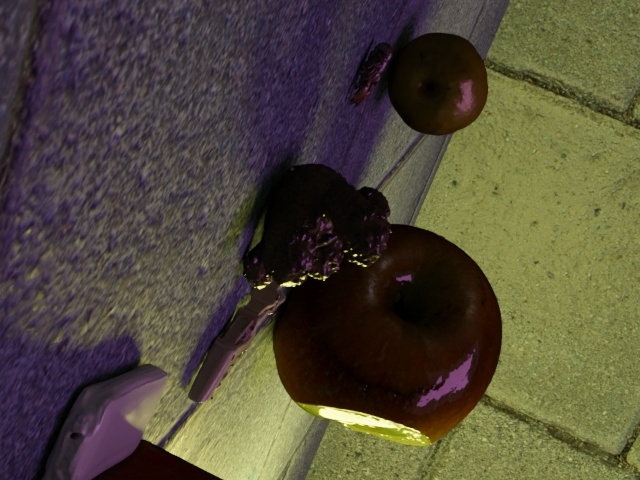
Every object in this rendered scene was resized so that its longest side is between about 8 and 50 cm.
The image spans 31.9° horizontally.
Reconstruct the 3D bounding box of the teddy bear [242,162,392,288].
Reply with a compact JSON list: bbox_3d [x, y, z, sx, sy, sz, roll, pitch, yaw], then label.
[{"bbox_3d":[-0.004,-0.020,1.234,0.251,0.182,0.129,151,-75,-80],"label":"teddy bear"}]

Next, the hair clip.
[{"bbox_3d":[-0.093,0.103,1.323,0.226,0.034,0.072,-53,162,-48],"label":"hair clip"}]

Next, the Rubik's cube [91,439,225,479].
[{"bbox_3d":[-0.135,0.401,0.963,0.316,0.318,0.313,-65,173,8],"label":"Rubik's cube"}]

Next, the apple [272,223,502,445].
[{"bbox_3d":[0.092,0.165,1.769,0.384,0.374,0.374,-25,150,-28],"label":"apple"}]

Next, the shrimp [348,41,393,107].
[{"bbox_3d":[0.060,-0.203,1.392,0.092,0.029,0.038,-64,173,21],"label":"shrimp"}]

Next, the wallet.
[{"bbox_3d":[-0.178,0.156,0.946,0.190,0.033,0.095,7,107,-82],"label":"wallet"}]

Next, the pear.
[{"bbox_3d":[0.170,-0.226,1.618,0.148,0.149,0.162,-67,173,16],"label":"pear"}]
